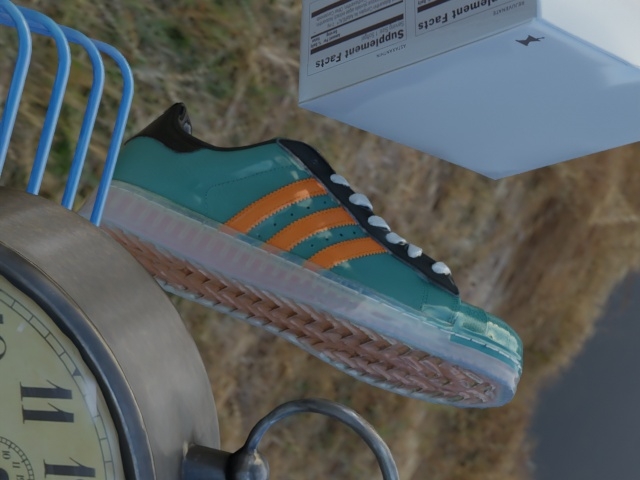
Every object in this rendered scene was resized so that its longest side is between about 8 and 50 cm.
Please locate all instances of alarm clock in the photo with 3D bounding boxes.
[{"bbox_3d":[-0.071,0.052,0.396,0.064,0.192,0.129,-26,117,-66],"label":"alarm clock"}]

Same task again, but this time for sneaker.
[{"bbox_3d":[0.000,0.000,1.024,0.121,0.302,0.108,-61,166,-21],"label":"sneaker"}]

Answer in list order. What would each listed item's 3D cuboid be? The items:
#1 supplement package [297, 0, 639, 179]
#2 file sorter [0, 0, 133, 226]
[{"bbox_3d":[0.123,-0.205,1.046,0.199,0.198,0.262,17,68,-42],"label":"supplement package"},{"bbox_3d":[-0.147,-0.037,0.579,0.170,0.104,0.118,6,100,-80],"label":"file sorter"}]
